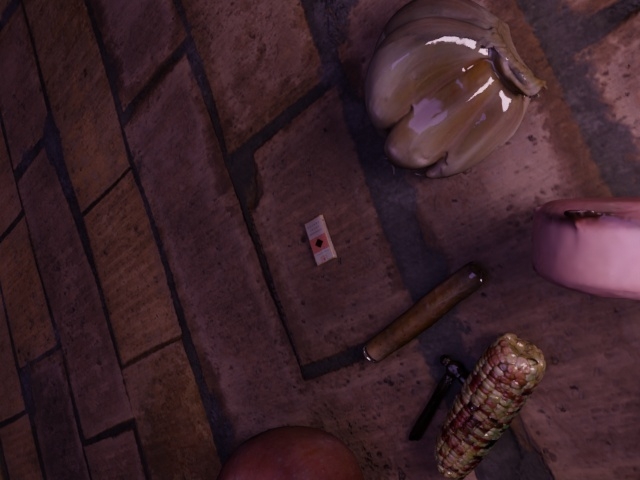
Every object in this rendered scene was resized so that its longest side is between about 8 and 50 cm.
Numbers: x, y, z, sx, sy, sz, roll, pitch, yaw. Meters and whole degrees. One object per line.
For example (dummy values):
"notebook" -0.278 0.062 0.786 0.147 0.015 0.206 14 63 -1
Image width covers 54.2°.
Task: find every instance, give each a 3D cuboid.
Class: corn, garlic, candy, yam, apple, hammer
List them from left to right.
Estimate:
"apple" -0.045 0.467 1.086 0.305 0.235 0.306 5 98 39
"yam" 0.160 0.118 0.988 0.264 0.046 0.046 -45 65 36
"hammer" 0.183 0.265 0.999 0.065 0.021 0.178 40 120 31
"garlic" 0.171 -0.221 0.904 0.292 0.210 0.237 -22 113 37
"corn" 0.236 0.246 0.908 0.086 0.086 0.253 40 122 32
"candy" 0.346 0.002 0.663 0.255 0.255 0.094 4 98 42

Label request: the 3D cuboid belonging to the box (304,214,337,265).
"box" 0.000 0.000 1.145 0.046 0.012 0.083 -29 75 40
